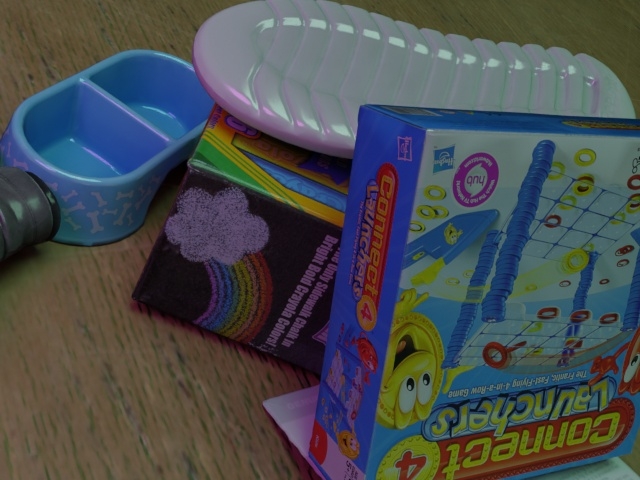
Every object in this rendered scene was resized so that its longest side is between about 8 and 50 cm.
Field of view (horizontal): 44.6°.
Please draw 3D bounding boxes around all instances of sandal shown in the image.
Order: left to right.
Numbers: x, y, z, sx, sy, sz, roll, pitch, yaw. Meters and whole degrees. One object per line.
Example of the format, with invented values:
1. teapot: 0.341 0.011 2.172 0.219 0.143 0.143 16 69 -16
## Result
1. sandal: 0.088 -0.115 0.719 0.416 0.102 0.169 7 55 -10

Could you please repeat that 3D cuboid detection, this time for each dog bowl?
1. dog bowl: -0.212 -0.113 0.829 0.166 0.074 0.297 35 41 5

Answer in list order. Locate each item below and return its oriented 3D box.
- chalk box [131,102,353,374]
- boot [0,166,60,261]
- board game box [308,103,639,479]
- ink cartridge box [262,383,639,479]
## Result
1. chalk box: 0.000 0.000 0.755 0.289 0.180 0.179 24 37 -10
2. boot: -0.409 -0.053 0.642 0.338 0.118 0.222 36 33 -4
3. board game box: 0.160 0.050 0.646 0.308 0.301 0.086 -3 21 -28
4. ink cartridge box: 0.160 0.262 0.692 0.308 0.091 0.385 -8 36 -36
